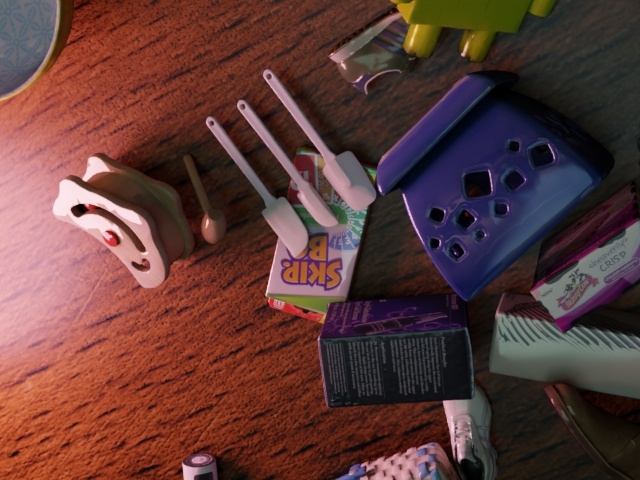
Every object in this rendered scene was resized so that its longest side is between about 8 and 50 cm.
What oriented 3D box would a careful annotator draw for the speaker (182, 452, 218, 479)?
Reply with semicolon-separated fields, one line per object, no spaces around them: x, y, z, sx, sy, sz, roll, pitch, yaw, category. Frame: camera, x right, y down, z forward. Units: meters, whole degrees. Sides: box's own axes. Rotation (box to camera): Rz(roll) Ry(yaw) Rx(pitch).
-0.191;0.417;1.697;0.055;0.055;0.136;1;104;16;speaker

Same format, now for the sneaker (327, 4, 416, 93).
0.111;-0.272;1.435;0.192;0.064;0.086;-30;107;17;sneaker

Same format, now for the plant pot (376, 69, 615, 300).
0.220;-0.090;1.361;0.212;0.236;0.236;48;112;6;plant pot

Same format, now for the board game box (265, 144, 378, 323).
0.000;0.000;1.548;0.124;0.039;0.259;17;111;12;board game box

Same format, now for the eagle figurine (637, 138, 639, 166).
0.543;-0.053;1.298;0.298;0.225;0.226;20;134;-2;eagle figurine

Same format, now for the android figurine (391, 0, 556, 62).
0.203;-0.346;1.314;0.248;0.056;0.272;2;134;-24;android figurine

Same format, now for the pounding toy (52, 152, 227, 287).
-0.255;-0.039;1.590;0.270;0.155;0.154;25;138;18;pounding toy

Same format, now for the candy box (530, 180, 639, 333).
0.358;0.015;1.342;0.159;0.233;0.071;-37;92;20;candy box

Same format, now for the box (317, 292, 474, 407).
0.109;0.152;1.476;0.207;0.153;0.108;-6;105;7;box

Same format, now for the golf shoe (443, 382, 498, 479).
0.218;0.285;1.532;0.069;0.086;0.176;-15;98;20;golf shoe

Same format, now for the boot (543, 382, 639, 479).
0.418;0.266;1.428;0.115;0.112;0.305;-42;119;15;boot

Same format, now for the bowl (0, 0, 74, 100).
-0.469;-0.352;1.522;0.290;0.156;0.289;4;105;14;bowl

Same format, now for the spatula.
-0.046;-0.116;1.508;0.168;0.019;0.242;-36;89;28;spatula

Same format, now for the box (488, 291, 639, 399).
0.376;0.147;1.438;0.275;0.113;0.094;8;105;12;box

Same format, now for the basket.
0.093;0.445;1.545;0.289;0.201;0.254;-33;95;11;basket
